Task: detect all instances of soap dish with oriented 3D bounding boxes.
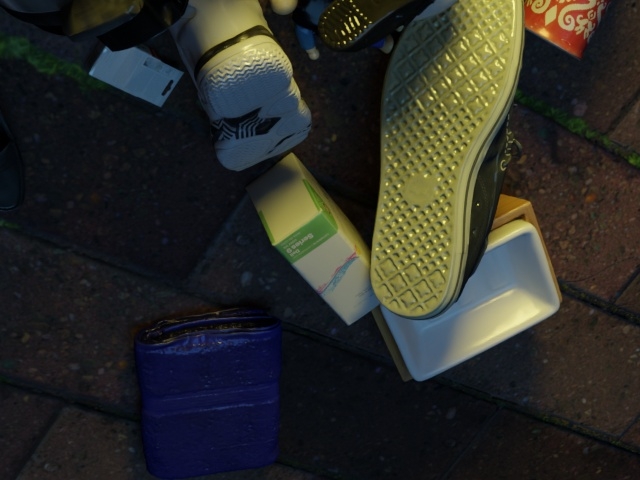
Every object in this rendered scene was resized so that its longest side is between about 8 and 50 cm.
[{"bbox_3d":[0.219,0.071,2.116,0.290,0.118,0.229,-27,130,-1],"label":"soap dish"}]

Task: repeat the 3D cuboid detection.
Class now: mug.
[{"bbox_3d":[0.356,-0.354,1.875,0.113,0.150,0.169,29,102,-5],"label":"mug"}]

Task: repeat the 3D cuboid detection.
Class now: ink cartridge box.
[{"bbox_3d":[0.000,0.000,1.951,0.093,0.154,0.212,-37,130,8],"label":"ink cartridge box"},{"bbox_3d":[-0.244,-0.227,1.767,0.115,0.029,0.063,24,113,-35],"label":"ink cartridge box"}]

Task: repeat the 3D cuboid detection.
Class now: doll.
[{"bbox_3d":[0.017,-0.299,1.806,0.189,0.046,0.129,12,124,-29],"label":"doll"}]

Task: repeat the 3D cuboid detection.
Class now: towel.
[{"bbox_3d":[-0.175,0.241,2.121,0.227,0.076,0.308,-6,127,-9],"label":"towel"}]

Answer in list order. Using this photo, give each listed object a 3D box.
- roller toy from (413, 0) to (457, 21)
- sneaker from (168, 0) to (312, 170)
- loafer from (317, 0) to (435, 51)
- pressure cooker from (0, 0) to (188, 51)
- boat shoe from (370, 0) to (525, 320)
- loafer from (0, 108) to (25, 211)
[{"bbox_3d":[0.106,-0.390,1.709,0.209,0.146,0.191,28,122,-34],"label":"roller toy"},{"bbox_3d":[-0.114,-0.236,1.750,0.137,0.210,0.366,-23,164,-4],"label":"sneaker"},{"bbox_3d":[0.097,-0.306,1.643,0.220,0.080,0.078,-31,166,15],"label":"loafer"},{"bbox_3d":[-0.256,-0.411,1.346,0.370,0.375,0.420,-57,140,-8],"label":"pressure cooker"},{"bbox_3d":[0.182,-0.137,1.888,0.156,0.186,0.500,-13,114,-66],"label":"boat shoe"},{"bbox_3d":[-0.432,-0.122,1.736,0.076,0.078,0.223,-17,129,-9],"label":"loafer"}]
